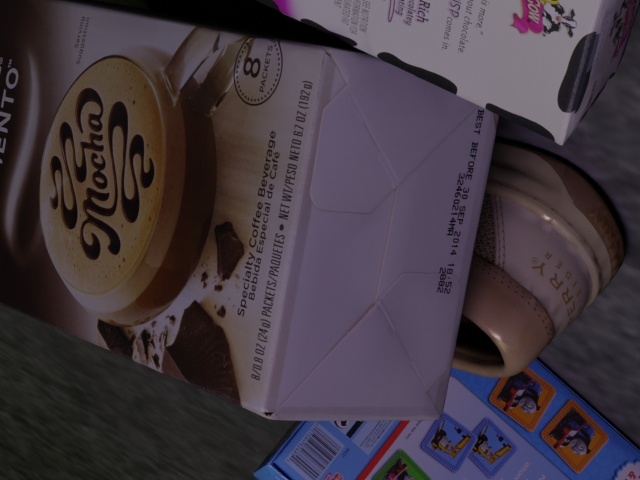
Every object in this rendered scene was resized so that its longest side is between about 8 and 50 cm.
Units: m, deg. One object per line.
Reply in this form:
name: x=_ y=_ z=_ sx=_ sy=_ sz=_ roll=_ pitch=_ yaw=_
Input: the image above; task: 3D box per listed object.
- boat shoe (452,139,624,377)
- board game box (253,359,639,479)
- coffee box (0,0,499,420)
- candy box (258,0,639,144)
boat shoe: x=0.000 y=0.000 z=1.086 sx=0.341 sy=0.110 sz=0.121 roll=7 pitch=139 yaw=47
board game box: x=0.091 y=0.141 z=1.133 sx=0.211 sy=0.160 sz=0.039 roll=41 pitch=154 yaw=-2
coffee box: x=-0.063 y=-0.027 z=0.998 sx=0.119 sy=0.168 sz=0.297 roll=5 pitch=-173 yaw=-41
candy box: x=0.025 y=-0.158 z=0.816 sx=0.233 sy=0.071 sz=0.159 roll=28 pitch=144 yaw=14
